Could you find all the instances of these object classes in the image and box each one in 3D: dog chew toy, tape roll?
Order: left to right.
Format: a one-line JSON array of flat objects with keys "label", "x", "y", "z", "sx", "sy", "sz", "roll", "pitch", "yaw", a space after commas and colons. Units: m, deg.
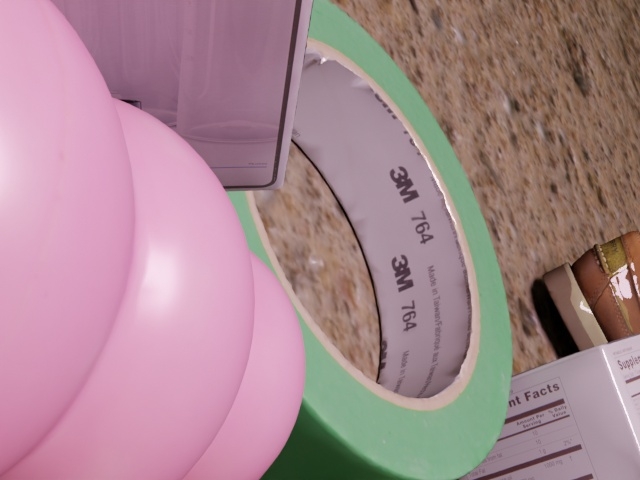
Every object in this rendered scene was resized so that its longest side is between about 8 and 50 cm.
[{"label": "dog chew toy", "x": -0.121, "y": 0.022, "z": 0.492, "sx": 0.332, "sy": 0.206, "sz": 0.207, "roll": 35, "pitch": 40, "yaw": -53}, {"label": "tape roll", "x": 0.000, "y": 0.000, "z": 0.804, "sx": 0.321, "sy": 0.077, "sz": 0.321, "roll": 37, "pitch": 39, "yaw": -38}]

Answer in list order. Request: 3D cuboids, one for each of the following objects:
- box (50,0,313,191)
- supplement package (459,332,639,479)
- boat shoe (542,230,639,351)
[{"label": "box", "x": -0.087, "y": -0.128, "z": 0.525, "sx": 0.169, "sy": 0.290, "sz": 0.087, "roll": -1, "pitch": 61, "yaw": -9}, {"label": "supplement package", "x": 0.200, "y": 0.198, "z": 0.909, "sx": 0.139, "sy": 0.133, "sz": 0.244, "roll": -3, "pitch": 71, "yaw": -58}, {"label": "boat shoe", "x": 0.306, "y": 0.137, "z": 1.127, "sx": 0.307, "sy": 0.104, "sz": 0.111, "roll": 58, "pitch": 12, "yaw": -14}]
